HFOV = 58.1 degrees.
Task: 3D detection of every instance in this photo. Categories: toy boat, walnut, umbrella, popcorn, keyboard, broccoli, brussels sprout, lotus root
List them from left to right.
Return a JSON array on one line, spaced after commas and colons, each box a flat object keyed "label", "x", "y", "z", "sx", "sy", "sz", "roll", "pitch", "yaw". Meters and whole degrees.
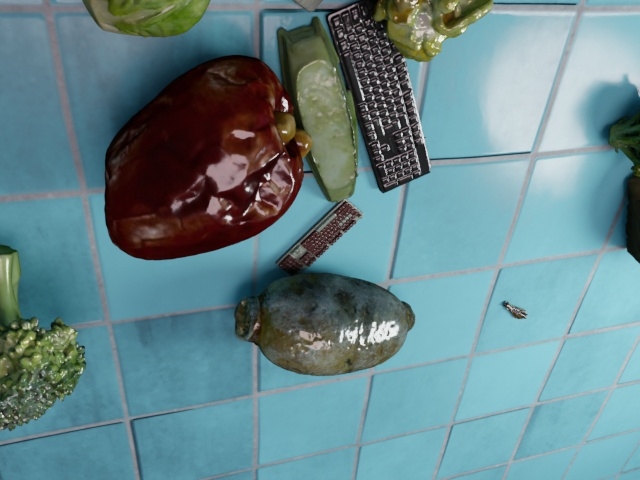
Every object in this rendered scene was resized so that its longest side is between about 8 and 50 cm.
[{"label": "broccoli", "x": -0.469, "y": 0.153, "z": 0.773, "sx": 0.287, "sy": 0.235, "sz": 0.260, "roll": 5, "pitch": 122, "yaw": -19}, {"label": "brussels sprout", "x": -0.192, "y": -0.293, "z": 0.628, "sx": 0.155, "sy": 0.117, "sz": 0.155, "roll": -17, "pitch": 130, "yaw": -21}, {"label": "walnut", "x": -0.147, "y": -0.099, "z": 0.748, "sx": 0.268, "sy": 0.244, "sz": 0.222, "roll": -22, "pitch": 92, "yaw": 8}, {"label": "keyboard", "x": 0.000, "y": 0.000, "z": 0.978, "sx": 0.166, "sy": 0.017, "sz": 0.055, "roll": -43, "pitch": 128, "yaw": 13}, {"label": "toy boat", "x": 0.010, "y": -0.166, "z": 0.836, "sx": 0.093, "sy": 0.055, "sz": 0.293, "roll": -19, "pitch": 129, "yaw": -3}, {"label": "lotus root", "x": 0.032, "y": 0.144, "z": 0.999, "sx": 0.349, "sy": 0.175, "sz": 0.175, "roll": 3, "pitch": 124, "yaw": -28}, {"label": "keyboard", "x": 0.098, "y": -0.208, "z": 0.862, "sx": 0.100, "sy": 0.018, "sz": 0.310, "roll": -24, "pitch": 129, "yaw": -2}, {"label": "popcorn", "x": 0.134, "y": -0.307, "z": 0.734, "sx": 0.162, "sy": 0.136, "sz": 0.141, "roll": 4, "pitch": 150, "yaw": 10}, {"label": "umbrella", "x": 0.423, "y": 0.153, "z": 1.249, "sx": 0.083, "sy": 0.020, "sz": 0.031, "roll": 27, "pitch": 151, "yaw": -34}, {"label": "broccoli", "x": 0.570, "y": -0.181, "z": 1.006, "sx": 0.120, "sy": 0.130, "sz": 0.131, "roll": 6, "pitch": 168, "yaw": 24}]

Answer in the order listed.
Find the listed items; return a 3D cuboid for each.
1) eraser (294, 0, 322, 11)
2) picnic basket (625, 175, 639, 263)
[{"label": "eraser", "x": -0.089, "y": -0.393, "z": 0.622, "sx": 0.352, "sy": 0.077, "sz": 0.111, "roll": 31, "pitch": 112, "yaw": -36}, {"label": "picnic basket", "x": 0.789, "y": -0.018, "z": 1.072, "sx": 0.337, "sy": 0.337, "sz": 0.293, "roll": -27, "pitch": 129, "yaw": 0}]
